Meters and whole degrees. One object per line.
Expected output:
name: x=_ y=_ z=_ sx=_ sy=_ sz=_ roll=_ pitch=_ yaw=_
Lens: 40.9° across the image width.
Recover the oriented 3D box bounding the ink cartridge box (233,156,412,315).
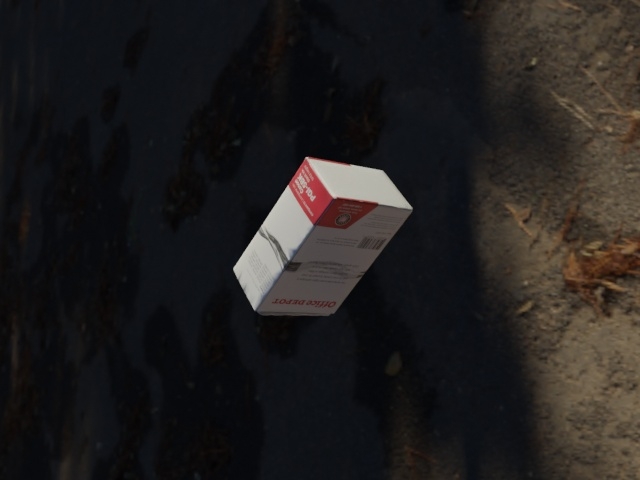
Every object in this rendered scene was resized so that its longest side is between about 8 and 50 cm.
ink cartridge box: x=0.000 y=0.000 z=0.754 sx=0.135 sy=0.099 sz=0.056 roll=-54 pitch=51 yaw=28
